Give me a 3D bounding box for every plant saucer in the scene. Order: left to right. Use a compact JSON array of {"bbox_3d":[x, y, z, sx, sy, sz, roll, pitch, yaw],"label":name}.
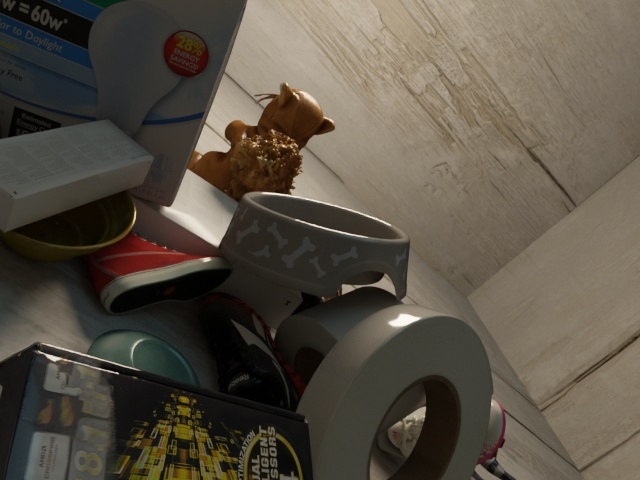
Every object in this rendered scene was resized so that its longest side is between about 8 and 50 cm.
[{"bbox_3d":[-0.226,0.190,0.757,0.195,0.037,0.195,43,15,-14],"label":"plant saucer"}]

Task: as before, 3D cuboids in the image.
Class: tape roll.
[{"bbox_3d":[0.055,0.219,0.959,0.169,0.246,0.246,-17,60,-36],"label":"tape roll"},{"bbox_3d":[0.121,0.290,0.822,0.392,0.392,0.072,35,-13,-39],"label":"tape roll"}]

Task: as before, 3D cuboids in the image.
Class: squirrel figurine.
[{"bbox_3d":[-0.128,-0.202,1.391,0.281,0.370,0.397,39,16,-29],"label":"squirrel figurine"}]

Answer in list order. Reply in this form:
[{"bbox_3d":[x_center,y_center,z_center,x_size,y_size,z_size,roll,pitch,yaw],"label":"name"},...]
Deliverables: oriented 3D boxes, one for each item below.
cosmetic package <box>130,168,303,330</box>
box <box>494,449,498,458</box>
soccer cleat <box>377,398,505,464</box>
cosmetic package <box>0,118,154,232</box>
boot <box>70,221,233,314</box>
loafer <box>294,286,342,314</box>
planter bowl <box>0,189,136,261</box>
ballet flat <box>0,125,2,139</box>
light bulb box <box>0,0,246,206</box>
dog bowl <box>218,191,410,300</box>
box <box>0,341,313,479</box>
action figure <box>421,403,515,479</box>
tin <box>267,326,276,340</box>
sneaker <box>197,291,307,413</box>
[{"bbox_3d":[-0.221,-0.012,1.107,0.377,0.097,0.284,34,14,-22],"label":"cosmetic package"},{"bbox_3d":[0.377,0.466,1.394,0.201,0.021,0.165,54,-13,40],"label":"box"},{"bbox_3d":[0.217,0.374,1.052,0.143,0.331,0.116,13,59,-14],"label":"soccer cleat"},{"bbox_3d":[-0.344,-0.095,0.731,0.098,0.060,0.239,38,30,8],"label":"cosmetic package"},{"bbox_3d":[-0.273,0.018,0.904,0.244,0.088,0.176,-6,50,-50],"label":"boot"},{"bbox_3d":[0.012,0.142,1.242,0.130,0.134,0.366,6,46,-32],"label":"loafer"},{"bbox_3d":[-0.379,-0.035,0.764,0.217,0.090,0.217,25,32,-17],"label":"planter bowl"},{"bbox_3d":[-0.597,-0.228,0.718,0.342,0.116,0.124,29,3,-40],"label":"ballet flat"},{"bbox_3d":[-0.343,-0.305,0.899,0.357,0.361,0.225,19,23,-16],"label":"light bulb box"},{"bbox_3d":[0.000,0.000,0.979,0.348,0.102,0.349,14,12,-3],"label":"dog bowl"},{"bbox_3d":[-0.120,0.307,0.401,0.318,0.097,0.395,32,41,-42],"label":"box"},{"bbox_3d":[0.317,0.455,1.332,0.341,0.178,0.330,22,37,-56],"label":"action figure"},{"bbox_3d":[-0.127,0.188,1.044,0.189,0.040,0.106,42,20,-18],"label":"tin"},{"bbox_3d":[-0.125,0.197,0.897,0.276,0.097,0.135,53,13,15],"label":"sneaker"}]
